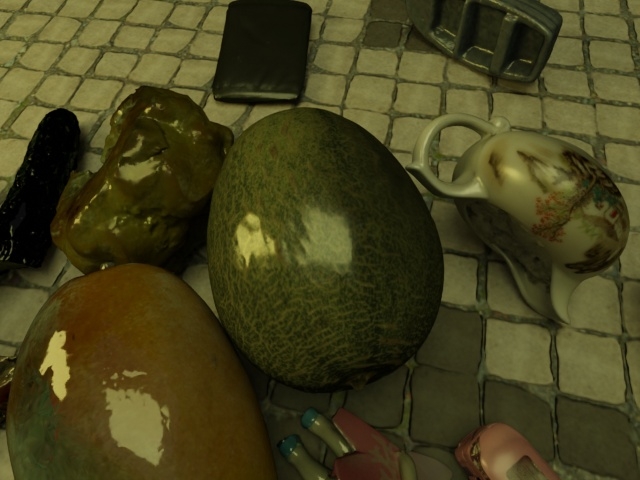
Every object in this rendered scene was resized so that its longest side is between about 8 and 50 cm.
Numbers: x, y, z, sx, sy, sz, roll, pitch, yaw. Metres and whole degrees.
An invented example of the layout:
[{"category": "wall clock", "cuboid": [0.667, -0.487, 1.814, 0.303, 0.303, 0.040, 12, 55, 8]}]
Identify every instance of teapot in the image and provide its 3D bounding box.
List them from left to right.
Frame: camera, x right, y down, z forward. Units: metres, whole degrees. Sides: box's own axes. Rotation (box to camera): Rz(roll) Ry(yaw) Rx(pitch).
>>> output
[{"category": "teapot", "cuboid": [0.234, -0.037, 0.497, 0.298, 0.204, 0.139, 45, 87, -7]}]

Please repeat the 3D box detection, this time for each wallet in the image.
[{"category": "wallet", "cuboid": [-0.106, -0.352, 0.782, 0.168, 0.052, 0.245, 3, 66, 4]}]

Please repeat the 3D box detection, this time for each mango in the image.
[{"category": "mango", "cuboid": [-0.160, 0.196, 0.400, 0.221, 0.199, 0.384, -27, 78, 11]}]

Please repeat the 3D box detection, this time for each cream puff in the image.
[{"category": "cream puff", "cuboid": [-0.220, -0.070, 0.572, 0.282, 0.185, 0.282, -28, 47, 34]}]

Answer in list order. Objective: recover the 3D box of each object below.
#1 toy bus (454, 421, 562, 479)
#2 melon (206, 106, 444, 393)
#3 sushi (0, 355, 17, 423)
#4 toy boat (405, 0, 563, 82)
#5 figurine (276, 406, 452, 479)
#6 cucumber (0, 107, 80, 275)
[{"category": "toy bus", "cuboid": [0.218, 0.273, 0.395, 0.063, 0.090, 0.203, -33, 65, -15]}, {"category": "melon", "cuboid": [0.000, 0.000, 0.467, 0.248, 0.248, 0.329, -11, 62, -3]}, {"category": "sushi", "cuboid": [-0.431, 0.183, 0.475, 0.226, 0.103, 0.097, -27, 47, -14]}, {"category": "toy boat", "cuboid": [0.271, -0.376, 0.729, 0.078, 0.127, 0.283, -40, 62, -18]}, {"category": "figurine", "cuboid": [0.051, 0.278, 0.394, 0.260, 0.103, 0.205, 32, 65, 29]}, {"category": "cucumber", "cuboid": [-0.420, -0.091, 0.636, 0.081, 0.072, 0.303, -10, 60, 19]}]
